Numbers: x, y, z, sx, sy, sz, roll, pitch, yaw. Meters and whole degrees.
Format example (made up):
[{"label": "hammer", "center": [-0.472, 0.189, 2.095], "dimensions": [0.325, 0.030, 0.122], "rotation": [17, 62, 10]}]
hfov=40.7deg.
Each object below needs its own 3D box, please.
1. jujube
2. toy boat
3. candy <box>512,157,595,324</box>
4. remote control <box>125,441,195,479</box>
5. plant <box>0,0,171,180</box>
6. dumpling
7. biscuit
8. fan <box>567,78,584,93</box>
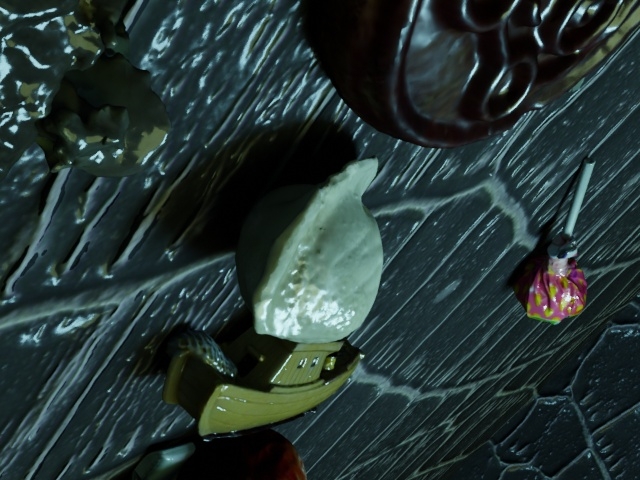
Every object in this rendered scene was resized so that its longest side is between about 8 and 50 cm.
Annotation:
[{"label": "jujube", "center": [-0.104, 0.330, 1.036], "dimensions": [0.168, 0.168, 0.236], "rotation": [-56, -177, 31]}, {"label": "toy boat", "center": [-0.043, 0.129, 0.931], "dimensions": [0.321, 0.089, 0.121], "rotation": [6, 117, -60]}, {"label": "candy", "center": [0.394, 0.002, 1.386], "dimensions": [0.124, 0.124, 0.365], "rotation": [-30, 146, -23]}, {"label": "remote control", "center": [-0.216, 0.302, 1.039], "dimensions": [0.166, 0.029, 0.065], "rotation": [-51, 156, 22]}, {"label": "plant", "center": [-0.147, -0.086, 0.328], "dimensions": [0.131, 0.142, 0.203], "rotation": [-50, 168, 2]}, {"label": "dumpling", "center": [-0.001, 0.001, 0.734], "dimensions": [0.215, 0.126, 0.167], "rotation": [0, 118, -52]}, {"label": "biscuit", "center": [0.178, -0.228, 0.629], "dimensions": [0.407, 0.091, 0.407], "rotation": [-32, 153, -19]}, {"label": "fan", "center": [0.306, -0.269, 0.857], "dimensions": [0.229, 0.011, 0.335], "rotation": [-29, 152, -26]}]
